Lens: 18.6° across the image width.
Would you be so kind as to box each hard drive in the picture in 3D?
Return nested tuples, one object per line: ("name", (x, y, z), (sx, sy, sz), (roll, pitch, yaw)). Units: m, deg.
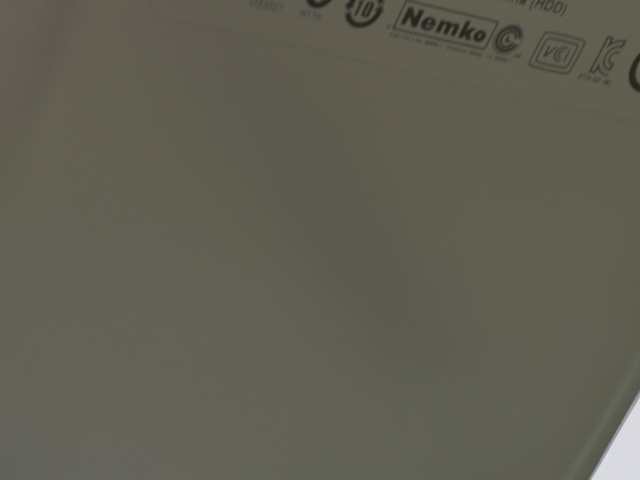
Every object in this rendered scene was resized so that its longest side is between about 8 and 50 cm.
("hard drive", (0.000, 0.000, 0.437), (0.210, 0.040, 0.319), (9, -62, -35))
